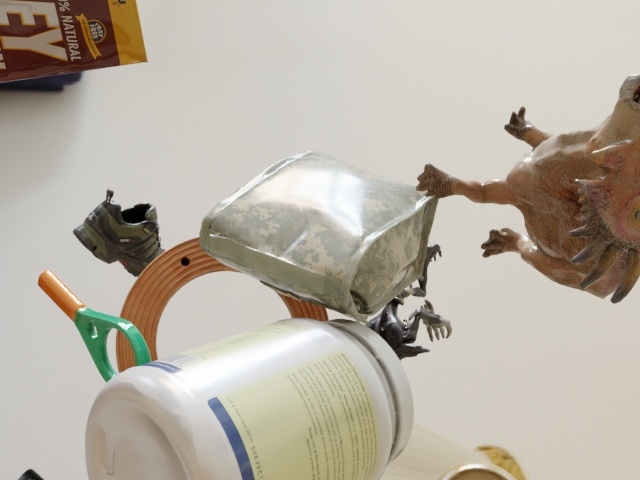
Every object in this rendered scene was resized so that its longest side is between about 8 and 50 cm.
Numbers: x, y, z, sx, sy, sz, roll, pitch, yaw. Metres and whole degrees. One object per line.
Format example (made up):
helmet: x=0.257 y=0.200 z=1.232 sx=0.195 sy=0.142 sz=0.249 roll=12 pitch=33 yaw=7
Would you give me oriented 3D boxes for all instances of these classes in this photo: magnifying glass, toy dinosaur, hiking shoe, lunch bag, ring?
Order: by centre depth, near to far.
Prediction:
toy dinosaur: x=0.217 y=-0.012 z=0.589 sx=0.200 sy=0.127 sz=0.296 roll=35 pitch=-4 yaw=39
magnifying glass: x=-0.300 y=0.112 z=0.949 sx=0.231 sy=0.026 sz=0.092 roll=35 pitch=-61 yaw=27
lunch bag: x=0.000 y=0.000 z=1.011 sx=0.287 sy=0.235 sz=0.169 roll=-31 pitch=136 yaw=-53
ring: x=-0.144 y=0.156 z=1.119 sx=0.032 sy=0.336 sz=0.336 roll=150 pitch=-65 yaw=-67
hiking shoe: x=-0.293 y=0.000 z=1.205 sx=0.086 sy=0.114 sz=0.227 roll=40 pitch=3 yaw=36

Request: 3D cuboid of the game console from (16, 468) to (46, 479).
game console: x=-0.349 y=0.344 z=0.860 sx=0.071 sy=0.107 sz=0.122 roll=50 pitch=-28 yaw=-20

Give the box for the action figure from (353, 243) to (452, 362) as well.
action figure: x=0.137 y=0.132 z=1.216 sx=0.141 sy=0.164 sz=0.275 roll=47 pitch=50 yaw=-40

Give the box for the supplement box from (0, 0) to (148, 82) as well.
supplement box: x=-0.256 y=-0.212 z=0.595 sx=0.191 sy=0.194 sz=0.129 roll=-126 pitch=-152 yaw=-62

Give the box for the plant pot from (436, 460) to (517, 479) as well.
plant pot: x=0.356 y=0.605 z=1.612 sx=0.032 sy=0.236 sz=0.236 roll=82 pitch=0 yaw=-56

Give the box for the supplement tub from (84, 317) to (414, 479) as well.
supplement tub: x=-0.067 y=0.220 z=0.817 sx=0.235 sy=0.325 sz=0.235 roll=10 pitch=-75 yaw=41
